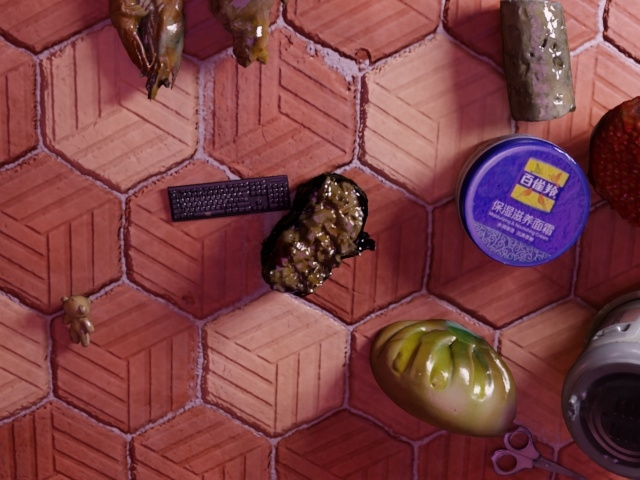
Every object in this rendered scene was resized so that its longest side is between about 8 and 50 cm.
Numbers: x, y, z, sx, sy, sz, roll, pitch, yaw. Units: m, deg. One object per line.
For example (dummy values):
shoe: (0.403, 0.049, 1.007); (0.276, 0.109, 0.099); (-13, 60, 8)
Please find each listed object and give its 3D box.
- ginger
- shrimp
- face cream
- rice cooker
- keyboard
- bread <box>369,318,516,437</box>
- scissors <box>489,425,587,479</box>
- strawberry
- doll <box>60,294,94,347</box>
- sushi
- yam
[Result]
ginger: (-0.071, -0.427, 1.666); (0.166, 0.080, 0.333); (23, 98, -25)
shrimp: (-0.266, -0.324, 1.699); (0.115, 0.051, 0.217); (2, 108, 3)
face cream: (0.322, -0.068, 1.777); (0.205, 0.111, 0.206); (-1, 106, -3)
rice cooker: (0.541, 0.230, 1.794); (0.316, 0.316, 0.264); (-29, 95, 6)
keyboard: (-0.149, -0.070, 1.803); (0.198, 0.010, 0.064); (-6, 109, -1)
bread: (0.215, 0.235, 1.841); (0.260, 0.156, 0.158); (21, 107, -10)
scissors: (0.398, 0.400, 1.976); (0.189, 0.015, 0.100); (23, 102, -11)
strawberry: (0.594, -0.121, 1.705); (0.351, 0.267, 0.312); (22, 135, 7)
doll: (-0.407, 0.134, 1.831); (0.061, 0.051, 0.093); (16, 104, 22)
sushi: (0.000, 0.000, 1.778); (0.147, 0.115, 0.212); (37, 99, -19)
yam: (0.336, -0.286, 1.713); (0.107, 0.107, 0.194); (-11, 107, 0)
